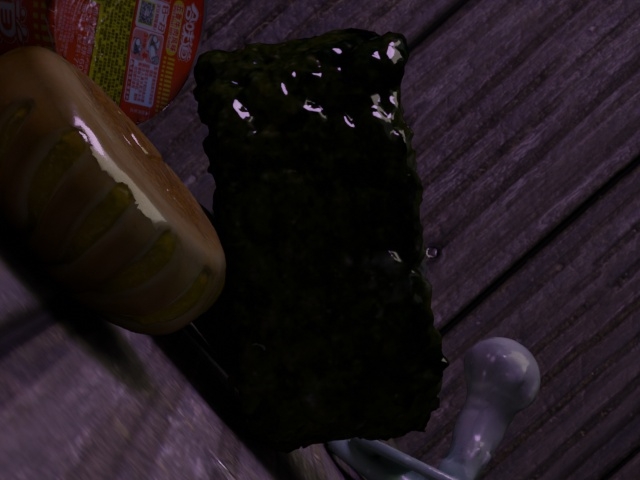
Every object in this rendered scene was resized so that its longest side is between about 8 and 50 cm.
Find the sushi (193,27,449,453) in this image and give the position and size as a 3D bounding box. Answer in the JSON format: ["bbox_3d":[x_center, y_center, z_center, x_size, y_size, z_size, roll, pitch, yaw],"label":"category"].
[{"bbox_3d":[0.000,0.000,1.247,0.294,0.178,0.352,-106,-171,-84],"label":"sushi"}]

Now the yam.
[{"bbox_3d":[-0.089,0.072,1.420,0.179,0.078,0.078,52,-1,-16],"label":"yam"}]

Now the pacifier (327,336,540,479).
[{"bbox_3d":[0.163,0.236,1.701,0.288,0.269,0.343,23,-10,12],"label":"pacifier"}]

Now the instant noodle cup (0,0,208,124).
[{"bbox_3d":[-0.232,-0.199,1.175,0.212,0.193,0.193,12,-21,30],"label":"instant noodle cup"}]

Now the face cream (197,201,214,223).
[{"bbox_3d":[-0.201,-0.059,1.159,0.314,0.089,0.143,40,5,-48],"label":"face cream"}]

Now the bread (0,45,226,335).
[{"bbox_3d":[-0.152,-0.027,0.936,0.213,0.104,0.213,52,1,-1],"label":"bread"}]
